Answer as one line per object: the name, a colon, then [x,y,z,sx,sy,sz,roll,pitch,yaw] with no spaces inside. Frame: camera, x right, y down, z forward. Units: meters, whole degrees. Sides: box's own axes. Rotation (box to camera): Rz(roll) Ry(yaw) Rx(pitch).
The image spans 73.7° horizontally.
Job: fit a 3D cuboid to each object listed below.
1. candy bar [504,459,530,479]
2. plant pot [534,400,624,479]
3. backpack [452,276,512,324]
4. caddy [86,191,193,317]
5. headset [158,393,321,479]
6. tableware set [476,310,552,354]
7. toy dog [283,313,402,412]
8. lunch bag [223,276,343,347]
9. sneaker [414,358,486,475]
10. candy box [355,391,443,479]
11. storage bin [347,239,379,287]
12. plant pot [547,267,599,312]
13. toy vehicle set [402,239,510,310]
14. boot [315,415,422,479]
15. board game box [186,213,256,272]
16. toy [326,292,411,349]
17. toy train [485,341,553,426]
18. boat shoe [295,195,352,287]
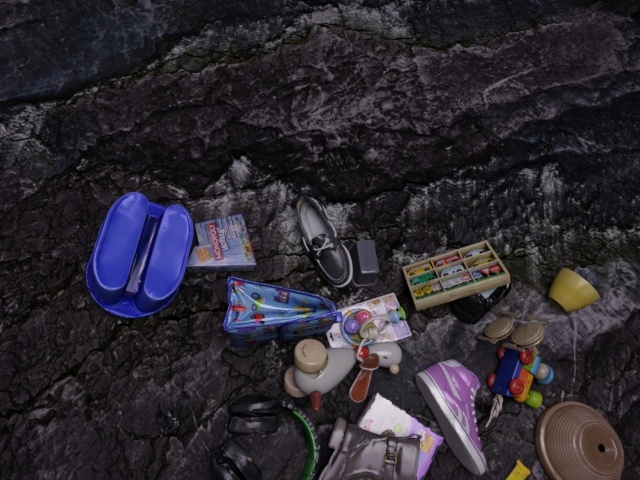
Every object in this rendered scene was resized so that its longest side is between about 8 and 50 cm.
candy bar: [0.481,0.640,1.104,0.161,0.018,0.040,-36,71,-21]
plant pot: [0.706,0.548,1.128,0.237,0.110,0.238,3,66,-7]
backpack: [0.481,0.146,1.271,0.182,0.152,0.115,-36,70,-27]
caddy: [-0.489,0.037,1.173,0.241,0.179,0.342,18,64,-24]
headset: [-0.178,0.474,1.001,0.394,0.185,0.243,25,63,-8]
tableware set: [0.549,0.263,1.206,0.128,0.194,0.039,-40,100,-15]
toy dog: [0.069,0.345,1.100,0.333,0.220,0.161,-18,46,-5]
lunch bag: [-0.088,0.194,1.117,0.293,0.221,0.138,1,65,-4]
sneaker: [0.390,0.453,1.136,0.161,0.102,0.282,-19,69,-19]
candy box: [0.180,0.511,1.082,0.196,0.070,0.165,33,76,9]
storage bin: [0.126,0.064,1.287,0.098,0.091,0.135,-3,65,-9]
plant pot: [0.763,0.165,1.315,0.095,0.134,0.134,-44,76,3]
toy vehicle set: [0.384,0.099,1.239,0.266,0.035,0.166,-19,33,8]
boot: [0.111,0.553,0.986,0.228,0.091,0.263,18,76,6]
board game box: [-0.307,0.018,1.267,0.194,0.060,0.194,-14,68,-14]
toy: [0.134,0.238,1.225,0.237,0.056,0.137,-14,66,-14]
toy train: [0.547,0.424,1.182,0.143,0.105,0.248,31,73,-12]
boat shoe: [0.000,0.000,1.282,0.114,0.091,0.303,-33,64,11]
